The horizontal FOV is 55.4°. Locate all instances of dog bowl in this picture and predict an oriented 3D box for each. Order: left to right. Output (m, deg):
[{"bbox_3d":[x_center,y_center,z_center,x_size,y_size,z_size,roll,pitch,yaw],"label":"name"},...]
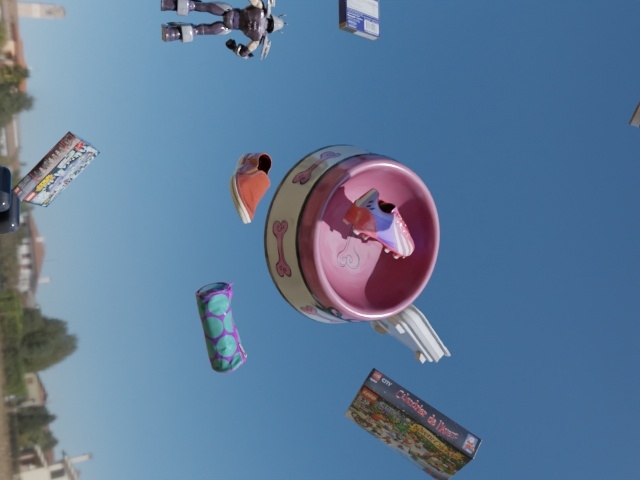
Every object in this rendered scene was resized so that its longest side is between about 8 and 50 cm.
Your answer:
[{"bbox_3d":[0.089,-0.006,1.328,0.150,0.408,0.407,9,-77,58],"label":"dog bowl"}]

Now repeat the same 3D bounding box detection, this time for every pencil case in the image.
[{"bbox_3d":[-0.174,0.152,1.077,0.064,0.070,0.151,-49,128,-72],"label":"pencil case"}]

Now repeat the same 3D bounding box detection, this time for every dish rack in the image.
[{"bbox_3d":[0.196,0.216,1.678,0.286,0.072,0.333,33,-13,40],"label":"dish rack"}]

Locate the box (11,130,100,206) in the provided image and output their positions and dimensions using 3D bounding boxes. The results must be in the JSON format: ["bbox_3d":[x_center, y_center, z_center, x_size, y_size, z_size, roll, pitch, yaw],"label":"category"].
[{"bbox_3d":[-0.443,-0.117,1.027,0.027,0.137,0.094,43,-2,3],"label":"box"}]

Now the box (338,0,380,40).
[{"bbox_3d":[0.109,-0.690,1.713,0.037,0.136,0.225,-3,-94,49],"label":"box"}]

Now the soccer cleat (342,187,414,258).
[{"bbox_3d":[0.143,-0.031,1.267,0.095,0.248,0.083,-49,-128,13],"label":"soccer cleat"}]

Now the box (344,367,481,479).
[{"bbox_3d":[0.168,0.356,1.162,0.233,0.044,0.159,32,-37,12],"label":"box"}]

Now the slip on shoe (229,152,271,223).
[{"bbox_3d":[-0.212,-0.177,1.903,0.331,0.101,0.123,-85,158,-52],"label":"slip on shoe"}]

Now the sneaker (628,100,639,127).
[{"bbox_3d":[0.431,-0.177,0.737,0.067,0.042,0.118,29,-100,23],"label":"sneaker"}]

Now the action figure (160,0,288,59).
[{"bbox_3d":[-0.213,-0.502,1.371,0.099,0.285,0.185,-116,-151,-59],"label":"action figure"}]

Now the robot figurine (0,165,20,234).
[{"bbox_3d":[-0.673,-0.057,1.043,0.173,0.278,0.209,-144,-133,-70],"label":"robot figurine"}]
